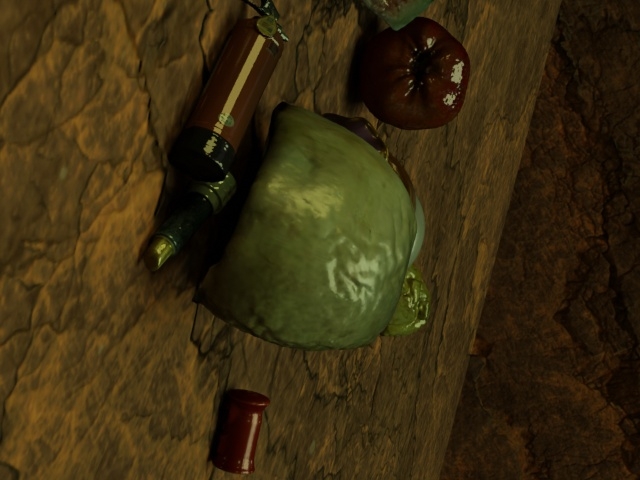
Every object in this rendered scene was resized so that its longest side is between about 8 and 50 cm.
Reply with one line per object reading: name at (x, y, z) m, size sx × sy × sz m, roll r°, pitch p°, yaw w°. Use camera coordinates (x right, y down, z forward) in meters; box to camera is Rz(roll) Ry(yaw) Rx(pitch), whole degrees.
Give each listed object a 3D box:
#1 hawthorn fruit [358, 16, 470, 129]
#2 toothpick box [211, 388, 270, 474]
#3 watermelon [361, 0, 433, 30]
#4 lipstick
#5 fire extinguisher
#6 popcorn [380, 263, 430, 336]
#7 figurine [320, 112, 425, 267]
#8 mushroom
hawthorn fruit at (0.107, -0.193, 1.509) m, size 0.138 × 0.132 × 0.133 m, roll 117°, pitch -10°, yaw -83°
toothpick box at (-0.083, 0.198, 1.354) m, size 0.047 × 0.047 × 0.083 m, roll -12°, pitch 115°, yaw -74°
watermelon at (0.064, -0.278, 1.293) m, size 0.098 × 0.121 × 0.158 m, roll -54°, pitch 164°, yaw 9°
lipstick at (-0.111, -0.017, 1.057) m, size 0.116 × 0.037 × 0.037 m, roll -53°, pitch 155°, yaw -43°
fire extinguisher at (-0.070, -0.133, 1.060) m, size 0.062 × 0.050 × 0.177 m, roll 39°, pitch 60°, yaw -32°
popcorn at (0.100, 0.080, 1.816) m, size 0.106 × 0.116 × 0.120 m, roll -31°, pitch 162°, yaw 6°
figurine at (0.034, -0.034, 1.378) m, size 0.263 × 0.142 × 0.190 m, roll 51°, pitch 25°, yaw -71°
mushroom at (0.003, -0.008, 1.141) m, size 0.267 × 0.164 × 0.190 m, roll -63°, pitch 175°, yaw -85°
